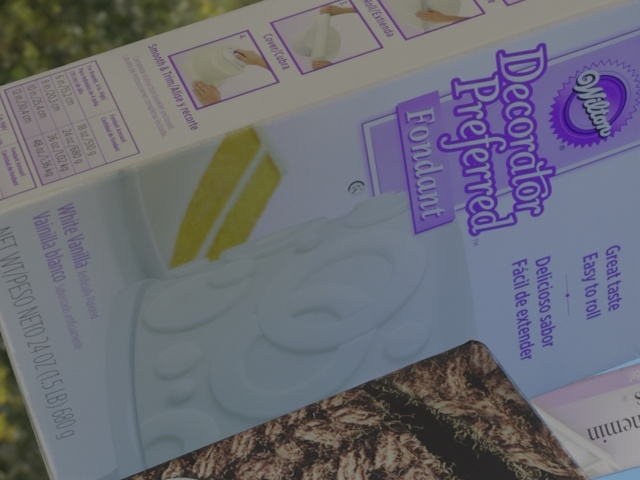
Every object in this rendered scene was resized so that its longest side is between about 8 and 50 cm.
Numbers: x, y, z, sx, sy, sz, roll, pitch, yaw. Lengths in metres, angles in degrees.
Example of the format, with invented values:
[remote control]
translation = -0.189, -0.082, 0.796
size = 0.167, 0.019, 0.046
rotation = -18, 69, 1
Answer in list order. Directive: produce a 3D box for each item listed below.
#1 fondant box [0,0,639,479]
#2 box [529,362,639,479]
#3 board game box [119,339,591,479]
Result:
[fondant box]
translation = 0.000, 0.000, 0.938
size = 0.330, 0.238, 0.096
rotation = -20, -138, -10
[box]
translation = 0.172, 0.120, 1.193
size = 0.324, 0.063, 0.067
rotation = -21, 172, 34
[board game box]
translation = -0.009, 0.200, 0.664
size = 0.291, 0.232, 0.141
rotation = -20, 148, -33
